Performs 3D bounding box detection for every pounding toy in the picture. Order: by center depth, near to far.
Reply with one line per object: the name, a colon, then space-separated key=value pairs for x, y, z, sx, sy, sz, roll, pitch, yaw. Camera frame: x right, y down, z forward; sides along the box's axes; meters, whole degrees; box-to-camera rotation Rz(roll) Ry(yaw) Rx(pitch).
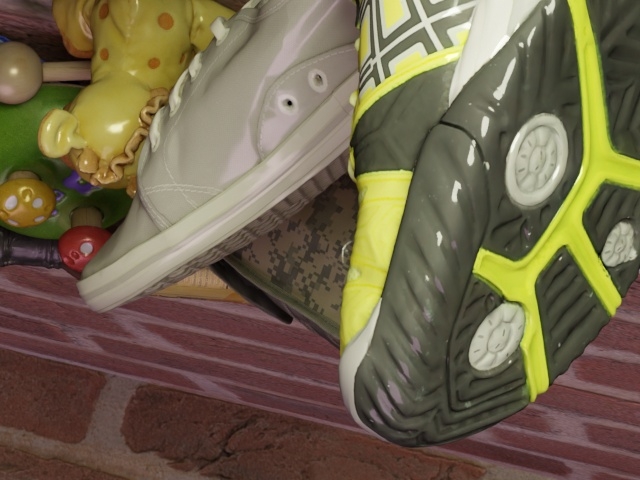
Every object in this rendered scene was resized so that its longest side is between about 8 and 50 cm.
pounding toy: x=-0.227 y=-0.055 z=1.449 sx=0.183 sy=0.110 sz=0.237 roll=6 pitch=139 yaw=-16

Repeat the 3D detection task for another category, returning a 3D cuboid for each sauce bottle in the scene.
sauce bottle: x=-0.177 y=0.003 z=1.729 sx=0.344 sy=0.111 sz=0.111 roll=6 pitch=166 yaw=-5

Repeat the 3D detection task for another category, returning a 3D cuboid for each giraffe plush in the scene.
giraffe plush: x=-0.143 y=-0.111 z=1.281 sx=0.181 sy=0.170 sz=0.210 roll=18 pitch=165 yaw=-5

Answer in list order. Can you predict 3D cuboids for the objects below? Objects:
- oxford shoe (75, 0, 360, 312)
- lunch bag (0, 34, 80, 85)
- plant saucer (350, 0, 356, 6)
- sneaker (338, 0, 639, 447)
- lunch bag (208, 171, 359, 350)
oxford shoe: x=-0.039 y=-0.086 z=1.122 sx=0.130 sy=0.169 sz=0.449 roll=53 pitch=133 yaw=3
lunch bag: x=-0.284 y=-0.118 z=1.551 sx=0.151 sy=0.096 sz=0.129 roll=34 pitch=158 yaw=-24
plant saucer: x=0.125 y=-0.152 z=0.868 sx=0.241 sy=0.241 sz=0.037 roll=13 pitch=122 yaw=13
sneaker: x=0.075 y=-0.100 z=0.730 sx=0.147 sy=0.384 sz=0.145 roll=15 pitch=180 yaw=43
lunch bag: x=0.000 y=0.000 z=1.534 sx=0.287 sy=0.169 sz=0.235 roll=32 pitch=176 yaw=28
